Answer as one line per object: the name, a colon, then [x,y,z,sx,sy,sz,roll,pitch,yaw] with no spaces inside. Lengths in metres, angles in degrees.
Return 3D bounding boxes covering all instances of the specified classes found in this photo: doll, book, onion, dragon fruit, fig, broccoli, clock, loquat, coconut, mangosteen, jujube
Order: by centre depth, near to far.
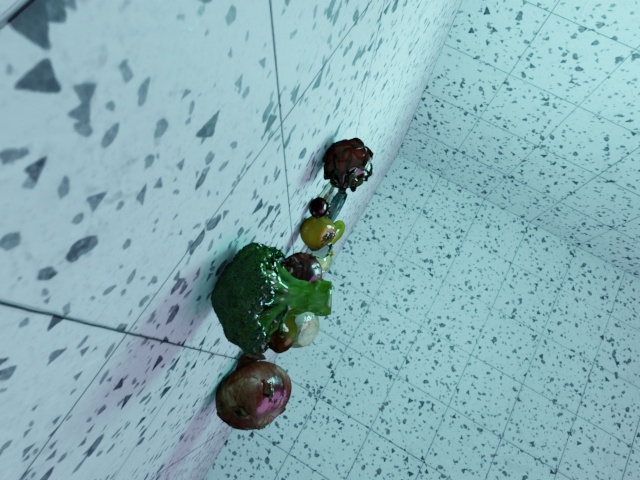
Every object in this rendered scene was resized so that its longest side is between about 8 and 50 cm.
broccoli: [-0.118,0.138,0.988,0.297,0.298,0.297,180,-90,-90]
dragon fruit: [0.090,-0.250,1.333,0.182,0.183,0.188,-65,-148,30]
mangosteen: [-0.005,-0.122,1.520,0.080,0.081,0.081,-59,172,-13]
loquat: [-0.010,-0.037,1.587,0.141,0.141,0.141,-59,172,-13]
jujube: [-0.093,0.165,1.610,0.243,0.184,0.183,-62,172,12]
book: [0.018,-0.165,1.721,0.162,0.022,0.231,-55,170,-32]
onion: [-0.290,0.680,1.770,0.353,0.354,0.353,-59,172,-13]
fig: [-0.170,0.414,1.919,0.290,0.191,0.190,-18,138,-61]
clock: [0.066,-0.151,2.017,0.214,0.042,0.215,-59,173,-12]
coconut: [-0.145,0.428,2.122,0.245,0.247,0.244,-27,130,-37]
doll: [-0.018,0.156,2.317,0.296,0.117,0.141,-53,167,-46]

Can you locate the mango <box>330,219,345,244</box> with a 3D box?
mango: [0.082,-0.037,2.385,0.191,0.086,0.122,-58,175,-22]

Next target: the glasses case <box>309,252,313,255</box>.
glasses case: [-0.115,0.183,1.930,0.308,0.083,0.128,-66,177,34]

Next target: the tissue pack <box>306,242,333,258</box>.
tissue pack: [0.000,0.040,2.075,0.170,0.103,0.090,-25,136,-78]

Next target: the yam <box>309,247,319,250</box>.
yam: [0.000,-0.002,1.927,0.141,0.079,0.079,-28,148,-55]
